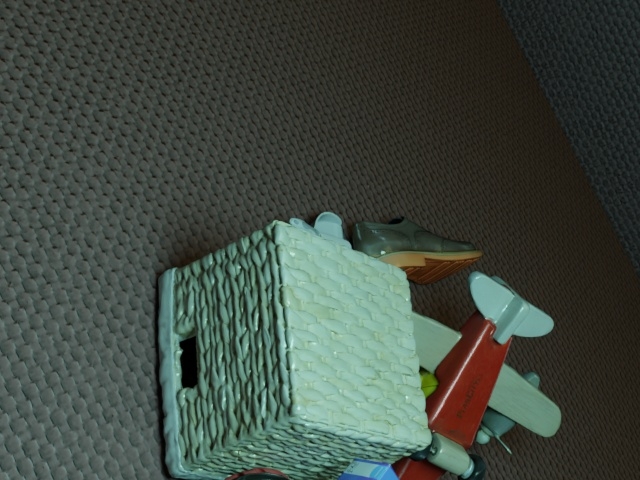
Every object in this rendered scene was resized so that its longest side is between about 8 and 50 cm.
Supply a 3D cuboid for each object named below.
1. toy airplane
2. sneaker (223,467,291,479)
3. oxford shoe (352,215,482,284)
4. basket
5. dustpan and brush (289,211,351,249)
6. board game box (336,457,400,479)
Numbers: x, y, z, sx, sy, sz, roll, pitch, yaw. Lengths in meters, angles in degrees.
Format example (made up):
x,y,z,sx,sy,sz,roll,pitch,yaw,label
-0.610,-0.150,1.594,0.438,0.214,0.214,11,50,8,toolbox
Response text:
x,y,z,sx,sy,sz,roll,pitch,yaw,label
0.236,0.232,1.888,0.384,0.272,0.386,-18,97,-23,toy airplane
-0.144,0.367,1.379,0.276,0.135,0.098,-12,83,-24,sneaker
0.202,0.009,2.113,0.363,0.130,0.133,1,61,-51,oxford shoe
-0.037,0.188,1.580,0.331,0.266,0.328,23,50,-44,basket
0.000,0.000,1.916,0.211,0.060,0.147,19,54,-44,dustpan and brush
0.026,0.505,1.425,0.347,0.078,0.233,-44,114,-32,board game box
